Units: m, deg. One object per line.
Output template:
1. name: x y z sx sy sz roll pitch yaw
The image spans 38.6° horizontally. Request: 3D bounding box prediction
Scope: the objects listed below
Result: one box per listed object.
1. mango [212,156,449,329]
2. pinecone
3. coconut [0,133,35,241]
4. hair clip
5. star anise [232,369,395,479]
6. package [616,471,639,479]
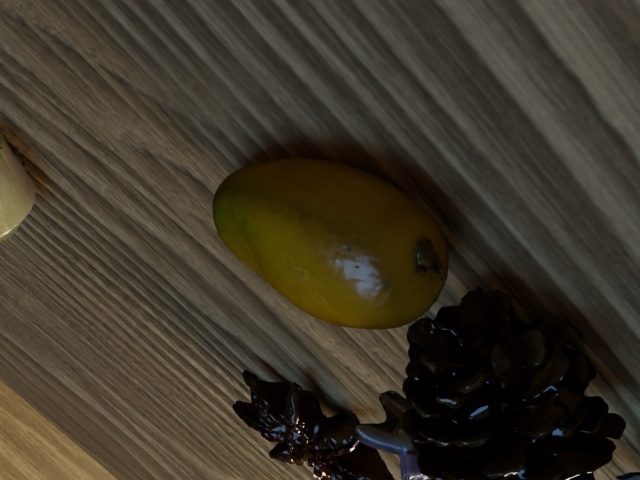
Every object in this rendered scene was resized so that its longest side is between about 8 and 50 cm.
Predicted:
1. mango: 0.000 0.000 0.866 0.316 0.119 0.176 19 150 44
2. pinecone: 0.167 0.146 0.833 0.179 0.184 0.205 3 112 53
3. coconut: -0.461 -0.064 1.228 0.147 0.147 0.153 16 141 32
4. hair clip: 0.178 0.241 0.953 0.292 0.085 0.106 19 153 11
5. star anise: -0.008 0.290 1.314 0.288 0.088 0.288 25 150 16
6. package: 0.400 0.220 0.824 0.154 0.030 0.239 28 147 -9
